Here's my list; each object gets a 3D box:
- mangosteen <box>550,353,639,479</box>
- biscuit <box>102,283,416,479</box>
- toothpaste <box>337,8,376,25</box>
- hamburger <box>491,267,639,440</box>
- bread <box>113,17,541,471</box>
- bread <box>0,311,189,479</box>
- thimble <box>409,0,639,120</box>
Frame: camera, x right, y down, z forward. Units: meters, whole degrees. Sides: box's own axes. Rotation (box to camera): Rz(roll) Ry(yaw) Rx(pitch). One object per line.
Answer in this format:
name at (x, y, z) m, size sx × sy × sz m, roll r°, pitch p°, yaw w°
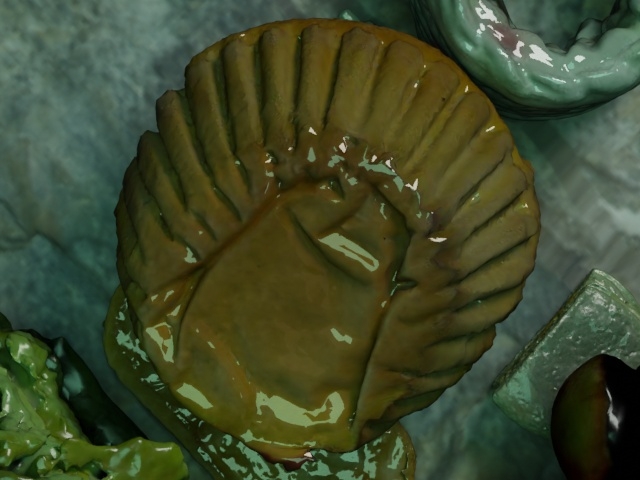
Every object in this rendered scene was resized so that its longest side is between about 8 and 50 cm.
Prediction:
mangosteen at (0.247, 0.177, 1.164) m, size 0.302 × 0.275 × 0.275 m, roll 1°, pitch 91°, yaw 13°
biscuit at (-0.040, 0.107, 1.260) m, size 0.118 × 0.029 × 0.247 m, roll -44°, pitch 92°, yaw -1°
toothpaste at (0.060, -0.101, 1.263) m, size 0.037 × 0.021 × 0.140 m, roll -42°, pitch 95°, yaw 2°
hamburger at (0.179, 0.086, 1.256) m, size 0.084 × 0.054 × 0.121 m, roll 40°, pitch 83°, yaw 0°
bread at (0.000, 0.000, 1.155) m, size 0.274 × 0.149 × 0.274 m, roll 1°, pitch 107°, yaw 5°
bread at (-0.233, 0.245, 1.161) m, size 0.251 × 0.208 × 0.377 m, roll 25°, pitch 94°, yaw -17°
thimble at (0.156, -0.184, 1.200) m, size 0.185 × 0.149 × 0.211 m, roll 43°, pitch 89°, yaw 0°
